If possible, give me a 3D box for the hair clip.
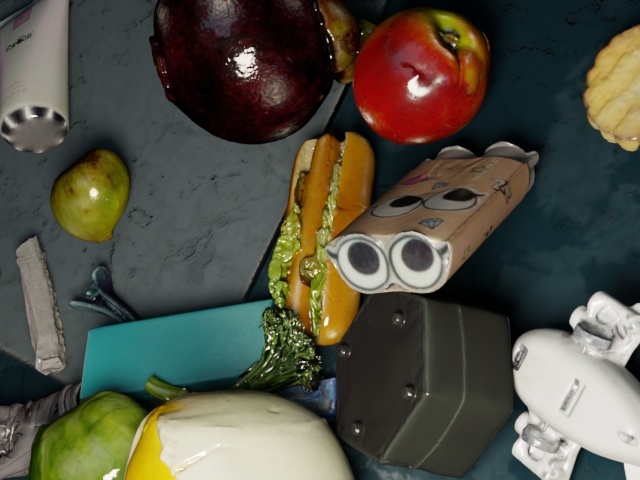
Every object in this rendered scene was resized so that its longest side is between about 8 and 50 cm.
[{"bbox_3d":[-0.286,0.140,1.856,0.083,0.048,0.275,-49,52,-2],"label":"hair clip"}]

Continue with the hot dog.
[{"bbox_3d":[0.000,0.000,1.698,0.135,0.100,0.337,-5,65,31],"label":"hot dog"}]

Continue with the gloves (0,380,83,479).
[{"bbox_3d":[-0.447,0.297,1.843,0.286,0.119,0.142,-16,48,11],"label":"gloves"}]

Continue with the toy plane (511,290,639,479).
[{"bbox_3d":[0.317,0.183,1.391,0.252,0.118,0.252,-7,80,42],"label":"toy plane"}]

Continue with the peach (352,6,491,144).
[{"bbox_3d":[0.133,-0.215,1.670,0.197,0.197,0.197,-15,61,27],"label":"peach"}]

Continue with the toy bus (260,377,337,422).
[{"bbox_3d":[-0.033,0.221,1.648,0.153,0.051,0.061,-14,73,27],"label":"toy bus"}]

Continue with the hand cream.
[{"bbox_3d":[-0.516,-0.318,2.195,0.185,0.118,0.358,-31,48,22],"label":"hand cream"}]

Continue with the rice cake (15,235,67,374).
[{"bbox_3d":[-0.454,0.103,1.982,0.055,0.049,0.270,-21,55,-2],"label":"rice cake"}]

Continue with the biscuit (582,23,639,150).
[{"bbox_3d":[0.397,-0.196,1.558,0.118,0.061,0.183,4,68,37],"label":"biscuit"}]

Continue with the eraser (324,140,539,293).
[{"bbox_3d":[0.147,-0.033,1.518,0.171,0.087,0.290,0,24,32],"label":"eraser"}]

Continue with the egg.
[{"bbox_3d":[-0.090,0.344,1.473,0.283,0.283,0.345,-16,87,26],"label":"egg"}]

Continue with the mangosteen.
[{"bbox_3d":[-0.073,-0.297,1.792,0.347,0.307,0.307,-15,56,-7],"label":"mangosteen"}]

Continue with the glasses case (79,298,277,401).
[{"bbox_3d":[-0.194,0.166,1.746,0.301,0.070,0.117,-10,59,22],"label":"glasses case"}]

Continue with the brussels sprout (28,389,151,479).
[{"bbox_3d":[-0.295,0.318,1.674,0.210,0.219,0.271,-44,29,-13],"label":"brussels sprout"}]

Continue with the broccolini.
[{"bbox_3d":[-0.124,0.158,1.641,0.271,0.062,0.123,-11,69,23],"label":"broccolini"}]

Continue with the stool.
[{"bbox_3d":[0.119,0.163,1.472,0.232,0.141,0.232,-37,46,51],"label":"stool"}]

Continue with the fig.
[{"bbox_3d":[-0.369,-0.077,1.964,0.136,0.121,0.153,-96,31,-71],"label":"fig"}]
